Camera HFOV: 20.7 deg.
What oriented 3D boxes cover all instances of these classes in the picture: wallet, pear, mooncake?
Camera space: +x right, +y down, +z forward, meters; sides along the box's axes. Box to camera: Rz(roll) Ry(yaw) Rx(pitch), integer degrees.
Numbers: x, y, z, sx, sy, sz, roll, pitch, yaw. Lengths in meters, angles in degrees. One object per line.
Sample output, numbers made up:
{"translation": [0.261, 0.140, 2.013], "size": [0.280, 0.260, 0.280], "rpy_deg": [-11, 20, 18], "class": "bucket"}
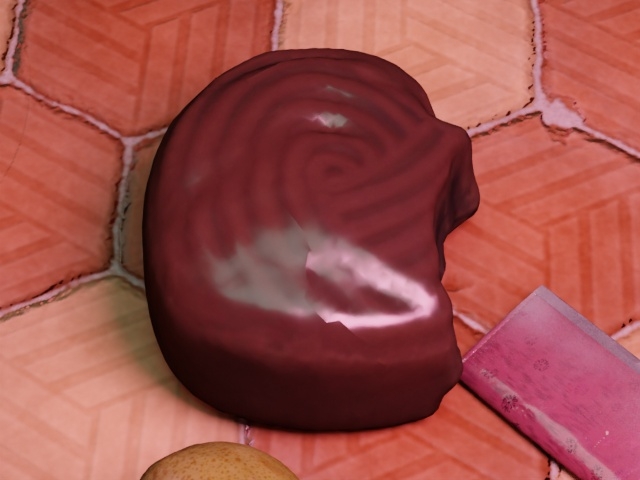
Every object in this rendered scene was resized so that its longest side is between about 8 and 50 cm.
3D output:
{"translation": [0.233, 0.142, 1.452], "size": [0.232, 0.025, 0.119], "rpy_deg": [39, 62, 24], "class": "wallet"}
{"translation": [-0.081, 0.229, 1.303], "size": [0.167, 0.167, 0.136], "rpy_deg": [-36, 46, -23], "class": "pear"}
{"translation": [0.000, 0.000, 1.467], "size": [0.334, 0.174, 0.326], "rpy_deg": [36, 59, 24], "class": "mooncake"}
